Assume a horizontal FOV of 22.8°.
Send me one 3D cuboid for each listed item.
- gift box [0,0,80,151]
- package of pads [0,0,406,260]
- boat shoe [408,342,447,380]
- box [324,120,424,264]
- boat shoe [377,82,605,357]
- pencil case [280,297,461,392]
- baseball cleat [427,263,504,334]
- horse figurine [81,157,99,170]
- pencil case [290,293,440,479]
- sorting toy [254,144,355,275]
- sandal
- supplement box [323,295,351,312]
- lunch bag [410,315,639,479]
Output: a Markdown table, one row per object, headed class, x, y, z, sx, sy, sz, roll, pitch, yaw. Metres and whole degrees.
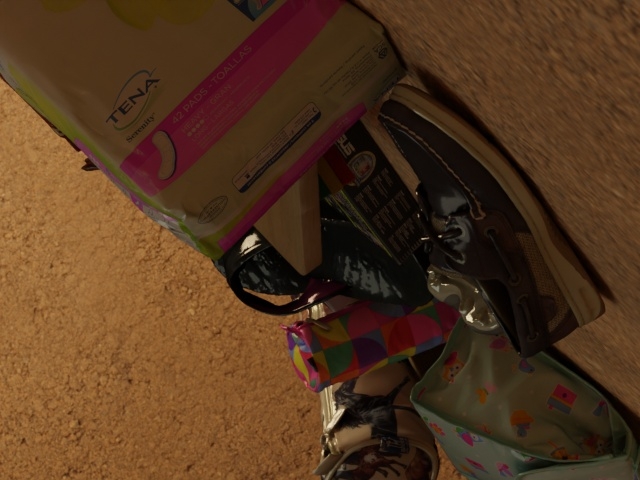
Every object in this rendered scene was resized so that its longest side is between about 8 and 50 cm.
| class | x | y | z | sx | sy | sz | roll | pitch | yaw |
| --- | --- | --- | --- | --- | --- | --- | --- | --- | --- |
| gift box | -0.367 | -0.290 | 2.090 | 0.258 | 0.276 | 0.255 | 45 | 171 | 12 |
| package of pads | -0.113 | -0.150 | 1.286 | 0.296 | 0.229 | 0.101 | 43 | 175 | 30 |
| boat shoe | 0.205 | 0.188 | 2.297 | 0.302 | 0.109 | 0.098 | 41 | 177 | -34 |
| box | -0.004 | -0.109 | 1.754 | 0.216 | 0.060 | 0.270 | 41 | 174 | 38 |
| boat shoe | 0.127 | -0.007 | 1.273 | 0.285 | 0.092 | 0.103 | 48 | 175 | -35 |
| pencil case | 0.070 | 0.116 | 2.049 | 0.104 | 0.236 | 0.104 | 55 | 156 | 39 |
| baseball cleat | 0.186 | 0.065 | 1.681 | 0.109 | 0.072 | 0.206 | 32 | -175 | -21 |
| horse figurine | -0.217 | -0.194 | 1.943 | 0.066 | 0.263 | 0.174 | 21 | -175 | -8 |
| pencil case | 0.054 | 0.184 | 2.283 | 0.183 | 0.160 | 0.410 | 31 | -147 | -36 |
| sorting toy | -0.064 | -0.138 | 1.506 | 0.255 | 0.089 | 0.257 | 46 | 158 | 28 |
| sandal | -0.032 | 0.025 | 2.003 | 0.446 | 0.107 | 0.167 | 0 | 129 | 53 |
| supplement box | 0.000 | 0.000 | 2.255 | 0.073 | 0.130 | 0.239 | 47 | 174 | -28 |
| lunch bag | 0.262 | 0.230 | 1.845 | 0.262 | 0.160 | 0.223 | 26 | 162 | 30 |
